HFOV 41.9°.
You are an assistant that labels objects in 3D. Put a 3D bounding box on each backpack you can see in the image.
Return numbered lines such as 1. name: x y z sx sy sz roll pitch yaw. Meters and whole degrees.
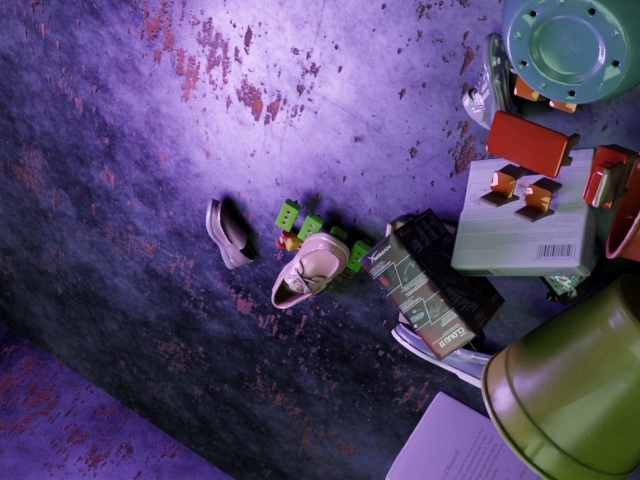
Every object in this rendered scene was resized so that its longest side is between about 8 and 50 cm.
1. backpack: 0.489 0.021 1.693 0.115 0.152 0.182 -30 96 40

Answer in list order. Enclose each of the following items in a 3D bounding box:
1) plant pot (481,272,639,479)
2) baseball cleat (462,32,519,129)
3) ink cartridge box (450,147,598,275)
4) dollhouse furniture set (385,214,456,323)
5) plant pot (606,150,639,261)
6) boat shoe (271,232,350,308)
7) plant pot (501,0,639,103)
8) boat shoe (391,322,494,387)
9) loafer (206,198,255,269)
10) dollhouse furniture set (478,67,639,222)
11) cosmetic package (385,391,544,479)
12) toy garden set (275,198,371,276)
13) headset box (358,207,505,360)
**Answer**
1. plant pot: 0.574 0.262 1.669 0.366 0.366 0.353 36 124 3
2. baseball cleat: 0.308 -0.291 1.563 0.109 0.072 0.205 13 133 39
3. ink cartridge box: 0.404 -0.050 1.638 0.275 0.238 0.060 -2 156 41
4. dollhouse furniture set: 0.273 0.066 1.944 0.212 0.161 0.242 17 116 26
5. plant pot: 0.657 -0.051 1.387 0.265 0.272 0.272 21 140 9
6. boat shoe: -0.029 0.089 2.131 0.122 0.110 0.341 35 148 -4
7. plant pot: 0.413 -0.347 1.281 0.293 0.235 0.293 23 141 20
8. boat shoe: 0.335 0.276 2.135 0.320 0.116 0.099 27 99 26
9. loafer: -0.244 -0.022 2.300 0.088 0.094 0.251 -6 138 13
10. dollhouse furniture set: 0.408 -0.151 1.465 0.259 0.135 0.261 28 121 34
11. cosmetic package: 0.398 0.703 2.308 0.394 0.327 0.329 28 142 16
12. toy garden set: 0.000 0.000 2.139 0.244 0.049 0.203 31 148 2
13. headset box: 0.246 0.097 1.736 0.110 0.218 0.293 -42 84 31
